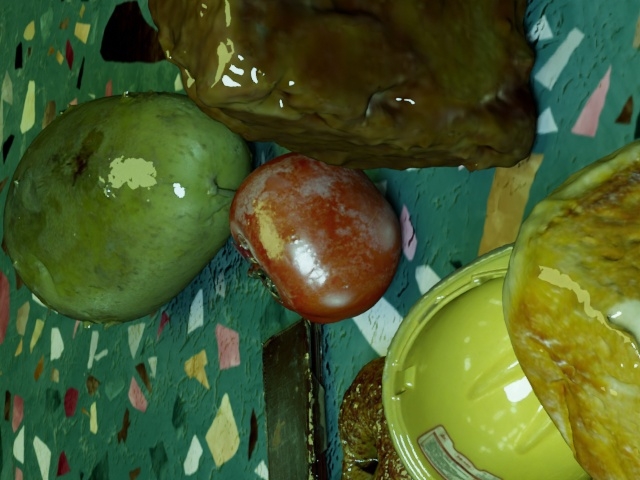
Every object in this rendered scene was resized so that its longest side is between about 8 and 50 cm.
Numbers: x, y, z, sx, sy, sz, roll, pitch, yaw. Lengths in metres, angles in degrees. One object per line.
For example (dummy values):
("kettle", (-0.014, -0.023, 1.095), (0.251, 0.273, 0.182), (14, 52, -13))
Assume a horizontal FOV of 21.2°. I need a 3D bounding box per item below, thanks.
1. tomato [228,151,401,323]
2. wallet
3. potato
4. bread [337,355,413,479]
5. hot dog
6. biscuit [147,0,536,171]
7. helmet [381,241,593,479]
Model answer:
("tomato", (0.000, 0.000, 1.674), (0.187, 0.151, 0.187), (50, 165, 18))
("wallet", (-0.024, 0.202, 1.783), (0.122, 0.031, 0.232), (-35, 52, 58))
("potato", (-0.220, -0.058, 1.998), (0.359, 0.219, 0.269), (-34, 64, 44))
("bread", (0.064, 0.200, 1.599), (0.193, 0.064, 0.193), (-19, 69, 61))
("hot dog", (0.292, 0.116, 1.011), (0.405, 0.185, 0.223), (37, 151, 35))
("biscuit", (0.021, -0.267, 1.490), (0.166, 0.343, 0.395), (-16, 68, 51))
("helmet", (0.178, 0.100, 1.344), (0.205, 0.140, 0.257), (48, 122, 12))
